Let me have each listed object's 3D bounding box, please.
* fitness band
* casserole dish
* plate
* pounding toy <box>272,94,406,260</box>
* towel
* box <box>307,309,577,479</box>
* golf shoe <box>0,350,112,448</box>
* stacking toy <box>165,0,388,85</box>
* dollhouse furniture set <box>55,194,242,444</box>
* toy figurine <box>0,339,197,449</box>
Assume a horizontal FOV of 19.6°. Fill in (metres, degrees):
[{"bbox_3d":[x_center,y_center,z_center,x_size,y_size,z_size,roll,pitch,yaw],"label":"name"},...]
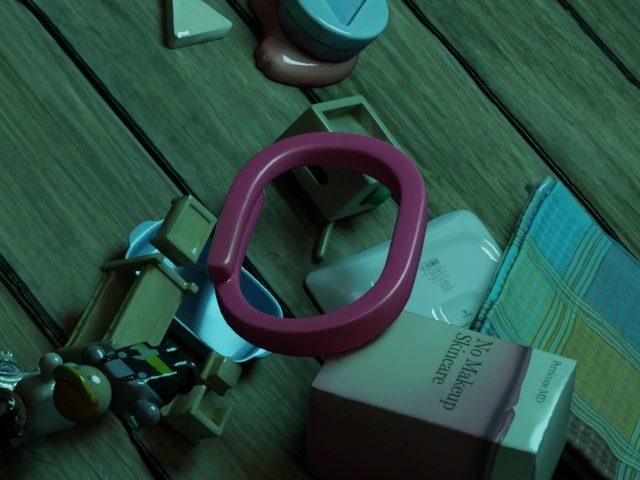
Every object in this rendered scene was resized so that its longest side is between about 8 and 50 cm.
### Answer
[{"bbox_3d":[0.000,0.000,1.886,0.209,0.054,0.291,6,45,10],"label":"fitness band"},{"bbox_3d":[-0.124,0.057,1.892,0.188,0.037,0.114,42,44,2],"label":"casserole dish"},{"bbox_3d":[0.158,0.099,2.034,0.277,0.045,0.278,-22,70,-41],"label":"plate"},{"bbox_3d":[0.022,-0.071,2.058,0.141,0.100,0.130,54,32,12],"label":"pounding toy"},{"bbox_3d":[0.299,0.108,2.066,0.271,0.040,0.370,43,36,-7],"label":"towel"},{"bbox_3d":[0.119,0.174,1.828,0.232,0.127,0.149,15,41,16],"label":"box"},{"bbox_3d":[-0.266,0.154,1.721,0.176,0.069,0.086,12,74,-24],"label":"golf shoe"},{"bbox_3d":[-0.062,-0.345,2.181,0.279,0.130,0.309,3,54,-31],"label":"stacking toy"},{"bbox_3d":[-0.143,0.081,1.816,0.161,0.101,0.182,44,55,-29],"label":"dollhouse furniture set"},{"bbox_3d":[-0.198,0.197,1.597,0.148,0.213,0.210,-15,92,-42],"label":"toy figurine"}]
